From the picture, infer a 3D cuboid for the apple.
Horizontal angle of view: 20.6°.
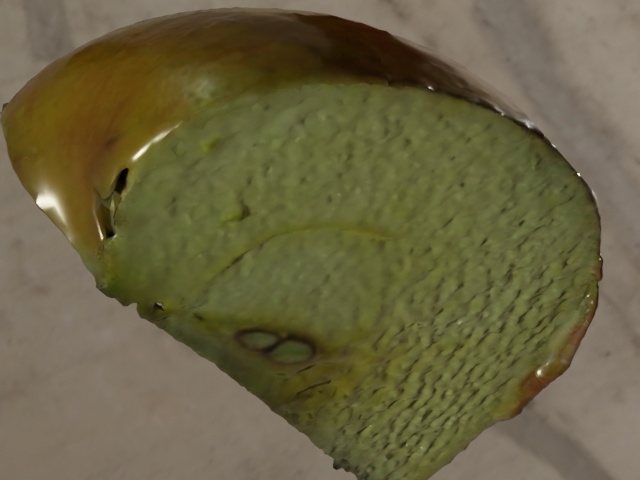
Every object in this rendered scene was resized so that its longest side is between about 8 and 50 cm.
[{"bbox_3d":[0.000,0.000,0.872,0.346,0.254,0.179,44,-113,-48],"label":"apple"}]
